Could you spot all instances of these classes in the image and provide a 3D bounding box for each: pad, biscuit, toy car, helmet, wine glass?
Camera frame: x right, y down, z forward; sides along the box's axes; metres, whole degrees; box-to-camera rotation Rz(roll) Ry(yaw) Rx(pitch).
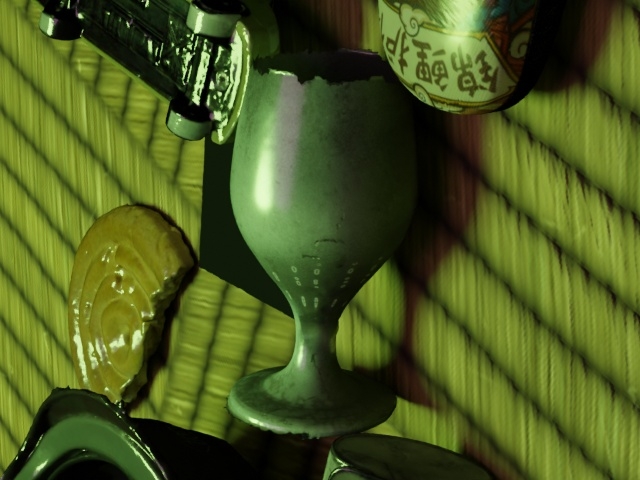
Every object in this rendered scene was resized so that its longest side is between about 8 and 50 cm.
[{"bbox_3d":[-0.040,-0.015,1.315,0.190,0.004,0.127,26,116,52],"label":"pad"},{"bbox_3d":[-0.175,0.052,1.498,0.144,0.033,0.224,59,138,30],"label":"biscuit"},{"bbox_3d":[-0.103,-0.168,1.280,0.257,0.124,0.101,37,126,35],"label":"toy car"},{"bbox_3d":[-0.117,0.247,1.322,0.225,0.177,0.305,30,113,43],"label":"helmet"},{"bbox_3d":[0.000,0.000,1.152,0.126,0.126,0.241,25,119,51],"label":"wine glass"}]

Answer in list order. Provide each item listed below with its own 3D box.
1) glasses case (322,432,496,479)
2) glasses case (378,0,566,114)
[{"bbox_3d":[0.032,0.271,1.181,0.060,0.114,0.299,-76,-2,-64],"label":"glasses case"},{"bbox_3d":[0.099,-0.229,1.002,0.122,0.082,0.321,32,122,47],"label":"glasses case"}]
